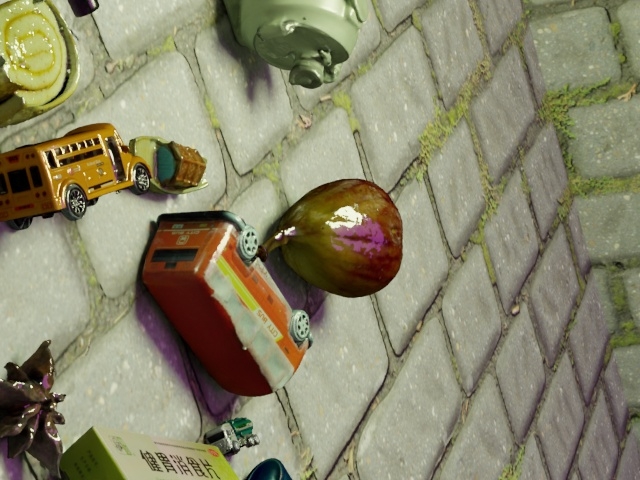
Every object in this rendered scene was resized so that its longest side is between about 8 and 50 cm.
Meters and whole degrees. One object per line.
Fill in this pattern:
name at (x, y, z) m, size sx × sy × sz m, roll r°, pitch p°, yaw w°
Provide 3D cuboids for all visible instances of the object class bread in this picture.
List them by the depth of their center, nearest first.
bread at (-0.308, -0.181, 1.434) m, size 0.156 × 0.064 × 0.117 m, roll -43°, pitch 117°, yaw -60°

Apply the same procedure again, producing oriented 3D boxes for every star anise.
star anise at (-0.277, 0.173, 1.381) m, size 0.124 × 0.056 × 0.129 m, roll -35°, pitch 113°, yaw -64°

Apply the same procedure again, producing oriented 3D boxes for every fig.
fig at (-0.002, 0.001, 1.960) m, size 0.274 × 0.146 × 0.170 m, roll -5°, pitch 94°, yaw -50°

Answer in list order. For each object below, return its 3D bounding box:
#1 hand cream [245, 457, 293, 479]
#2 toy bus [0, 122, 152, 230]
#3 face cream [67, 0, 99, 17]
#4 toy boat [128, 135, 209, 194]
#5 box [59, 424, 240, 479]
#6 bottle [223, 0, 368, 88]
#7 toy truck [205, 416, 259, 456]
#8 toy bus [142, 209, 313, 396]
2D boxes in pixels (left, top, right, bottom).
hand cream at (-0.026, 0.402, 1.847) m, size 0.120 × 0.061 × 0.270 m, roll -71°, pitch 145°, yaw -45°
toy bus at (-0.257, -0.071, 1.479) m, size 0.194 × 0.083 × 0.088 m, roll -29°, pitch 107°, yaw -64°
face cream at (-0.302, -0.363, 1.494) m, size 0.078 × 0.078 × 0.273 m, roll -64°, pitch 139°, yaw -52°
toy boat at (-0.183, -0.090, 1.674) m, size 0.172 × 0.066 × 0.065 m, roll 15°, pitch 71°, yaw -63°
box at (-0.148, 0.293, 1.512) m, size 0.175 × 0.062 × 0.260 m, roll 52°, pitch 13°, yaw 26°
bottle at (-0.030, -0.388, 1.959) m, size 0.229 × 0.229 × 0.351 m, roll 41°, pitch 48°, yaw -55°
toy truck at (-0.110, 0.243, 1.749) m, size 0.044 × 0.039 × 0.083 m, roll 67°, pitch 21°, yaw 9°
toy bus at (-0.111, 0.085, 1.718) m, size 0.265 × 0.121 × 0.119 m, roll 60°, pitch 40°, yaw -40°
